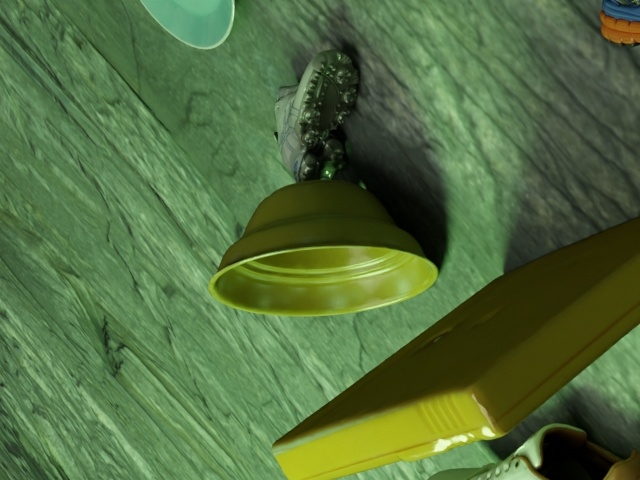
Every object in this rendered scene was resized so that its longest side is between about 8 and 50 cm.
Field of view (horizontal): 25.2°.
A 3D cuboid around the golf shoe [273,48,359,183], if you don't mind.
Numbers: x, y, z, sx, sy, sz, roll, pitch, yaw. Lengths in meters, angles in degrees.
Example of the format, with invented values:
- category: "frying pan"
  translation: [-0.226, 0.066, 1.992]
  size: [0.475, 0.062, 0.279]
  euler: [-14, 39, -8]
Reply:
- category: "golf shoe"
  translation: [-0.017, -0.123, 1.333]
  size: [0.086, 0.069, 0.176]
  euler: [48, 150, 25]

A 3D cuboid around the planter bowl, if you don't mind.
- category: "planter bowl"
  translation: [0.000, 0.000, 1.359]
  size: [0.217, 0.217, 0.090]
  euler: [136, 134, -61]

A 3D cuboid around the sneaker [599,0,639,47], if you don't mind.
- category: "sneaker"
  translation: [0.250, -0.171, 0.871]
  size: [0.221, 0.083, 0.087]
  euler: [2, 114, 52]

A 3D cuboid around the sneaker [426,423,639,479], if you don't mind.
- category: "sneaker"
  translation: [0.200, 0.221, 1.342]
  size: [0.290, 0.106, 0.123]
  euler: [-3, 108, 49]

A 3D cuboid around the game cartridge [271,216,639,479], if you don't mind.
- category: "game cartridge"
  translation: [0.138, 0.079, 1.080]
  size: [0.052, 0.285, 0.324]
  euler: [58, 152, -3]

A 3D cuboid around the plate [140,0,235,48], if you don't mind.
- category: "plate"
  translation: [-0.140, -0.277, 1.399]
  size: [0.188, 0.024, 0.188]
  euler: [37, 147, 29]
